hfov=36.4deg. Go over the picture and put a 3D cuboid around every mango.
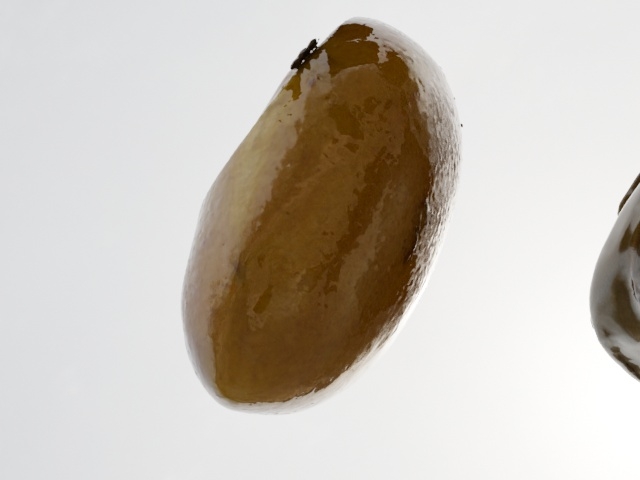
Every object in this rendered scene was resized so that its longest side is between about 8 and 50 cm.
[{"bbox_3d":[0.000,0.000,0.566,0.138,0.257,0.187,21,-35,5],"label":"mango"}]

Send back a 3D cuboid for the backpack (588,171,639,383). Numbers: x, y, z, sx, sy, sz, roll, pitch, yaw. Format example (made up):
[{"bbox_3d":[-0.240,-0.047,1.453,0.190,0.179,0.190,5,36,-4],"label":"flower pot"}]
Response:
[{"bbox_3d":[0.368,-0.001,0.629,0.353,0.201,0.378,34,-74,-31],"label":"backpack"}]
